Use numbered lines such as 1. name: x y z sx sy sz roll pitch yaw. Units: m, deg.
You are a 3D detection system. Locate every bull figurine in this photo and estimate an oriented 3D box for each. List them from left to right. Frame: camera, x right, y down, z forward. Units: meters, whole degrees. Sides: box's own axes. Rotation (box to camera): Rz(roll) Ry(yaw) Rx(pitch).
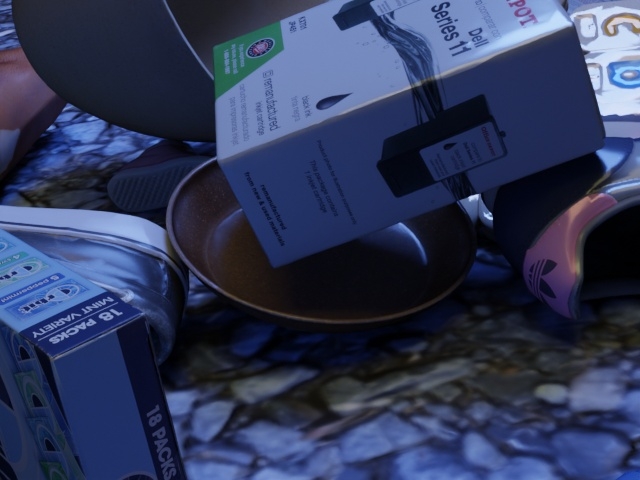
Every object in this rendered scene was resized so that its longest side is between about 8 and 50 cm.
1. bull figurine: -0.342 -0.096 0.941 0.188 0.101 0.310 -2 26 17

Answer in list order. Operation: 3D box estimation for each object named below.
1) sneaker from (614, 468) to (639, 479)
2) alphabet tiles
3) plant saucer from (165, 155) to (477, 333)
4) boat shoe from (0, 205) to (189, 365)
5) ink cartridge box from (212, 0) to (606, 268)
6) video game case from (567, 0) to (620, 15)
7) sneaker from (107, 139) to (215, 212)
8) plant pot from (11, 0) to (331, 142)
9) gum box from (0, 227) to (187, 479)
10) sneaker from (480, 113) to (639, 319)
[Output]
1. sneaker: 0.171 0.096 0.424 0.152 0.058 0.084 -5 31 -2
2. alphabet tiles: 0.123 -0.112 0.788 0.278 0.021 0.284 -4 51 14
3. plant saucer: 0.000 0.000 0.663 0.199 0.036 0.198 4 37 -3
4. boat shoe: -0.235 0.042 0.612 0.306 0.113 0.105 6 30 -5
5. ink cartridge box: 0.046 -0.090 0.622 0.208 0.087 0.153 -20 36 7
6. video game case: 0.283 -0.254 1.064 0.212 0.023 0.193 32 40 16
7. sneaker: -0.103 -0.057 0.841 0.134 0.051 0.070 -1 31 25
8. plant pot: -0.138 -0.201 0.842 0.191 0.284 0.284 -15 20 28
9. gum box: -0.121 0.078 0.442 0.041 0.157 0.184 -27 31 -33
10. sneaker: 0.265 -0.018 0.611 0.319 0.112 0.131 -12 41 2
